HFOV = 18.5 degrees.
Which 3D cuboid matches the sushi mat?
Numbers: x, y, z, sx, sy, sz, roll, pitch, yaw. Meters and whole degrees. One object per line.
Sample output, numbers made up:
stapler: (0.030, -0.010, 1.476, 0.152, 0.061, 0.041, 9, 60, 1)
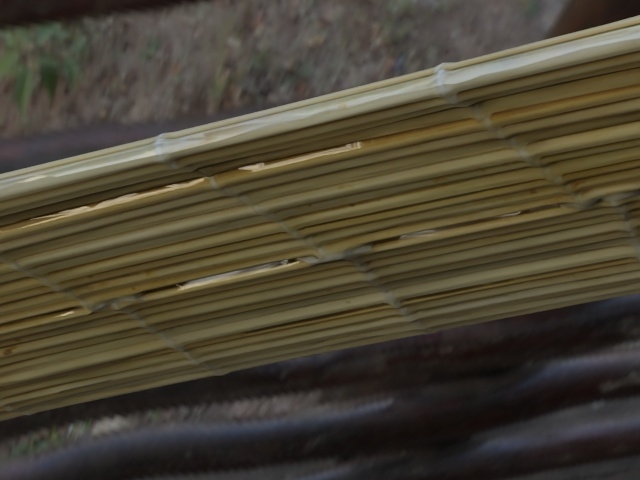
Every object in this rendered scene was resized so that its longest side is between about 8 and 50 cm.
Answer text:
sushi mat: (0.000, 0.000, 0.483, 0.316, 0.151, 0.019, -12, 65, 22)
